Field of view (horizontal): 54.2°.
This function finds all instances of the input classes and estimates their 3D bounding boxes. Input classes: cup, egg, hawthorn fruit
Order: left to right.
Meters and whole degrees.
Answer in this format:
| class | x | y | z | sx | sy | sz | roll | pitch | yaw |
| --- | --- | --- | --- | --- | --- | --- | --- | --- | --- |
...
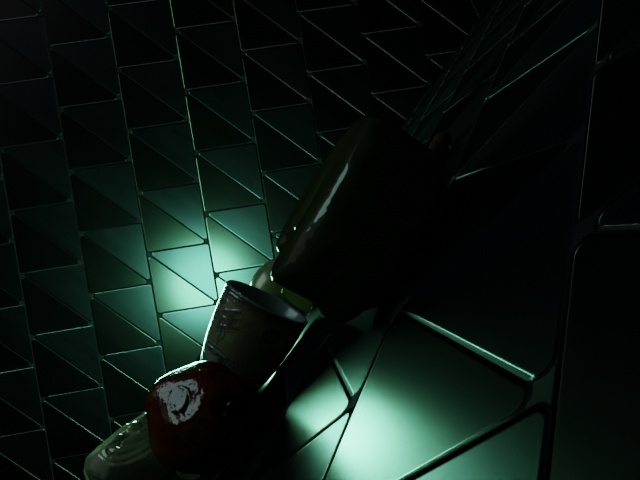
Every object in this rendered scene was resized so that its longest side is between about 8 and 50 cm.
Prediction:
| class | x | y | z | sx | sy | sz | roll | pitch | yaw |
| --- | --- | --- | --- | --- | --- | --- | --- | --- | --- |
| hawthorn fruit | -0.219 | 0.341 | 1.205 | 0.261 | 0.224 | 0.224 | -21 | 30 | 56 |
| cup | -0.197 | 0.251 | 1.604 | 0.256 | 0.228 | 0.301 | -60 | 10 | 4 |
| egg | -0.130 | 0.151 | 2.043 | 0.241 | 0.186 | 0.186 | -55 | 3 | -40 |

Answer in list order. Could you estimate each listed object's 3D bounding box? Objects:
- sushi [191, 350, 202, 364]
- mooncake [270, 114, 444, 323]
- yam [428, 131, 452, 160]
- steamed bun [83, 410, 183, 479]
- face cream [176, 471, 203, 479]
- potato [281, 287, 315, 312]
| class | x | y | z | sx | sy | sz | roll | pitch | yaw |
| --- | --- | --- | --- | --- | --- | --- | --- | --- | --- |
| sushi | -0.271 | 0.415 | 1.708 | 0.339 | 0.069 | 0.319 | -53 | -29 | -48 |
| mooncake | 0.063 | -0.037 | 1.058 | 0.351 | 0.187 | 0.351 | -58 | 7 | 11 |
| yam | 0.216 | -0.134 | 1.300 | 0.326 | 0.045 | 0.045 | -58 | -25 | -44 |
| steamed bun | -0.480 | 0.619 | 1.794 | 0.339 | 0.247 | 0.352 | -34 | -7 | -39 |
| face cream | -0.253 | 0.467 | 1.562 | 0.137 | 0.084 | 0.341 | -63 | -7 | 19 |
| potato | -0.047 | 0.138 | 1.730 | 0.096 | 0.103 | 0.066 | -48 | 9 | 49 |
